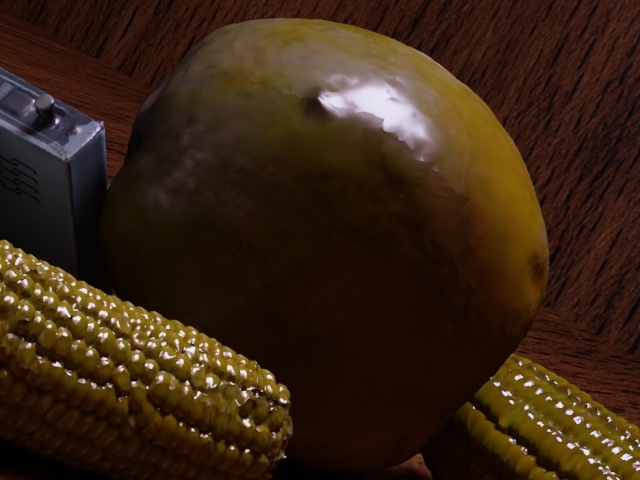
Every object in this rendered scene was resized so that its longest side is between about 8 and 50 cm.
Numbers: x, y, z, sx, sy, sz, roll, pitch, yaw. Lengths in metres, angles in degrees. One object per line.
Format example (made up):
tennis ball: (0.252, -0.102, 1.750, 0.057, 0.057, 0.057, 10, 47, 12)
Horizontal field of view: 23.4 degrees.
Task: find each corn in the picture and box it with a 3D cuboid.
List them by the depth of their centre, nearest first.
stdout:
corn: (-0.137, 0.062, 0.768, 0.293, 0.106, 0.106, 27, 6, -26)
corn: (0.191, 0.184, 0.994, 0.120, 0.120, 0.363, 20, 14, -44)

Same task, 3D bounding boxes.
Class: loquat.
loquat: (0.000, 0.000, 0.985, 0.284, 0.276, 0.276, 34, 5, -12)

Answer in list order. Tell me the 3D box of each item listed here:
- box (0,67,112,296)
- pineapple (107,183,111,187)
box: (-0.252, -0.064, 1.012, 0.270, 0.045, 0.211, 28, -37, 19)
pineapple: (-0.099, 0.017, 1.240, 0.237, 0.111, 0.119, 18, -26, 6)
